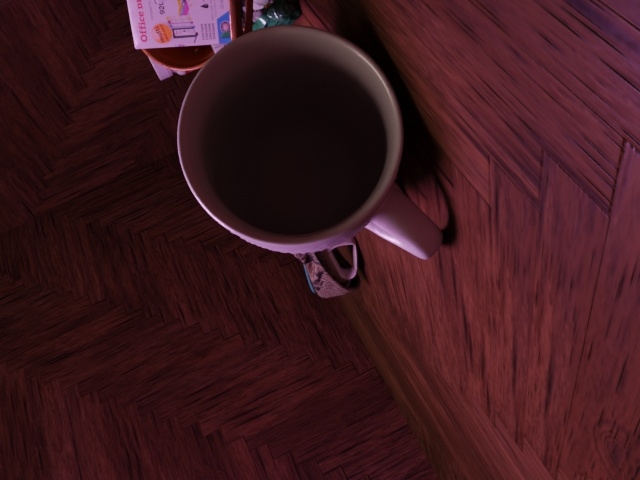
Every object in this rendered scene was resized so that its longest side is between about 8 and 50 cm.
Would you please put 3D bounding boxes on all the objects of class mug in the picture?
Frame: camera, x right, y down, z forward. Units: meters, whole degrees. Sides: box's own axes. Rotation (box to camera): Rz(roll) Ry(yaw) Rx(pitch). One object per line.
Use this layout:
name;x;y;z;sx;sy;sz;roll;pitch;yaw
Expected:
mug;0.009;-0.089;0.983;0.374;0.276;0.328;33;178;4

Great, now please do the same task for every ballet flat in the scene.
ballet flat;0.000;0.000;1.827;0.483;0.182;0.164;58;-147;-50

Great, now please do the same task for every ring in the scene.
ring;-0.120;-0.401;0.979;0.336;0.032;0.336;-178;90;-88

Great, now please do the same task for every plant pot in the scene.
plant pot;-0.415;-0.685;2.129;0.203;0.291;0.290;-86;-26;-68

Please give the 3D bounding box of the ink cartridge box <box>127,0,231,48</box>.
ink cartridge box;-0.297;-0.526;1.492;0.168;0.233;0.171;-107;13;-56

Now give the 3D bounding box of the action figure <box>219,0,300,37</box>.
action figure;-0.094;-0.396;1.227;0.232;0.137;0.063;-156;51;-69

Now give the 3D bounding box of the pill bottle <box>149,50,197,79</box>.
pill bottle;-0.444;-0.663;2.338;0.161;0.283;0.161;63;175;10

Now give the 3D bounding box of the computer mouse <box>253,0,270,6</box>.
computer mouse;-0.149;-0.515;1.311;0.193;0.042;0.106;58;152;33

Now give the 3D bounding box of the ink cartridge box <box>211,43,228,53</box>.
ink cartridge box;-0.232;-0.492;1.832;0.208;0.087;0.153;68;178;-55

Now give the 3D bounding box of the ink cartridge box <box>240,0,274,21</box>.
ink cartridge box;-0.137;-0.490;1.428;0.224;0.056;0.181;66;174;-34

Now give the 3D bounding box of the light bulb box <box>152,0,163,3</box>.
light bulb box;-0.305;-0.656;1.105;0.361;0.225;0.358;54;172;24
